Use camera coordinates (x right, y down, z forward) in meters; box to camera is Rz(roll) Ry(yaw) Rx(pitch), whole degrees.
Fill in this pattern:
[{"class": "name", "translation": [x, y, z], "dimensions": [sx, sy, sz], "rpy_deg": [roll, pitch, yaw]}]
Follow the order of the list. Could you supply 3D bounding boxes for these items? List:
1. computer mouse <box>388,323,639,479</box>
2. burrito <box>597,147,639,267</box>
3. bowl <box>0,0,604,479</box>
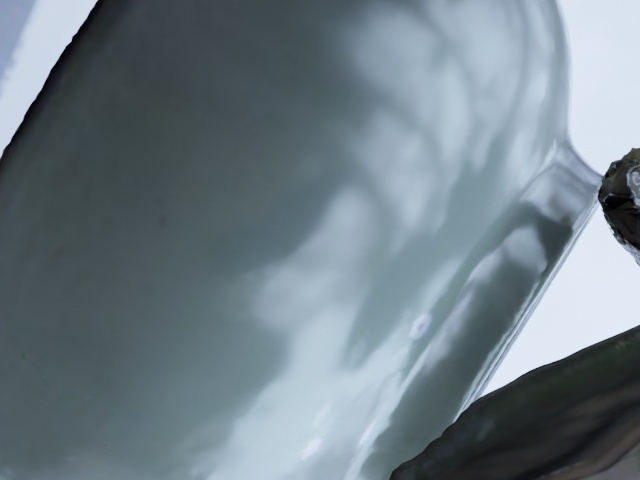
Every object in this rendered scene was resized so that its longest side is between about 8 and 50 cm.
[{"class": "computer mouse", "translation": [0.151, 0.081, 0.392], "dimensions": [0.389, 0.115, 0.199], "rpy_deg": [-20, -156, 15]}, {"class": "burrito", "translation": [0.182, 0.061, 0.750], "dimensions": [0.058, 0.229, 0.063], "rpy_deg": [-35, -172, -29]}, {"class": "bowl", "translation": [0.000, 0.000, 0.829], "dimensions": [0.354, 0.185, 0.354], "rpy_deg": [-56, 173, -11]}]
